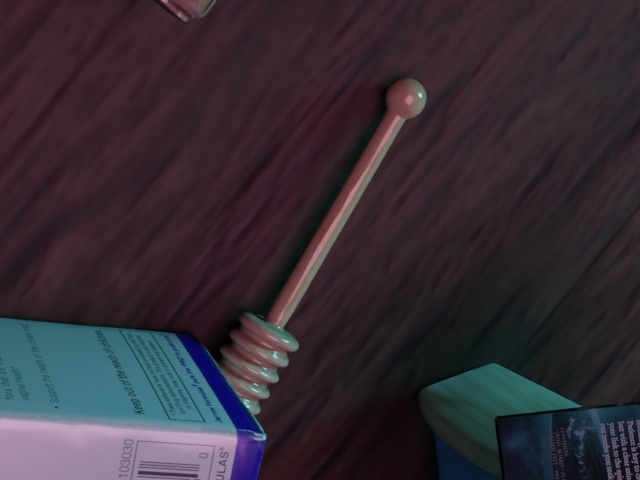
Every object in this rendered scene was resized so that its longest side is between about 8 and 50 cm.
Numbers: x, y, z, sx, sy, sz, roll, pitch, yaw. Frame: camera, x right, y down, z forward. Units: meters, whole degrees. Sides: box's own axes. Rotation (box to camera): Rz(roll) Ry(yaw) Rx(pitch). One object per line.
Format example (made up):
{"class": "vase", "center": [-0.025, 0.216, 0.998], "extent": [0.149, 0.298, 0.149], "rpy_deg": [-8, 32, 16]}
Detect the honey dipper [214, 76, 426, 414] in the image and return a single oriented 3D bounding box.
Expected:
{"class": "honey dipper", "center": [0.000, 0.000, 0.636], "extent": [0.030, 0.030, 0.160], "rpy_deg": [28, 94, -24]}

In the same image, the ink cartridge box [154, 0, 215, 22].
{"class": "ink cartridge box", "center": [-0.081, -0.225, 0.506], "extent": [0.235, 0.088, 0.193], "rpy_deg": [38, 93, -26]}

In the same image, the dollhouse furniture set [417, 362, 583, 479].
{"class": "dollhouse furniture set", "center": [0.022, 0.217, 0.570], "extent": [0.303, 0.286, 0.198], "rpy_deg": [-18, 112, -25]}

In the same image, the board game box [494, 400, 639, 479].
{"class": "board game box", "center": [0.135, 0.148, 0.527], "extent": [0.126, 0.026, 0.186], "rpy_deg": [-6, 66, 6]}

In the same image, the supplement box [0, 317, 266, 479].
{"class": "supplement box", "center": [-0.149, 0.095, 0.568], "extent": [0.220, 0.114, 0.111], "rpy_deg": [7, 105, -22]}
